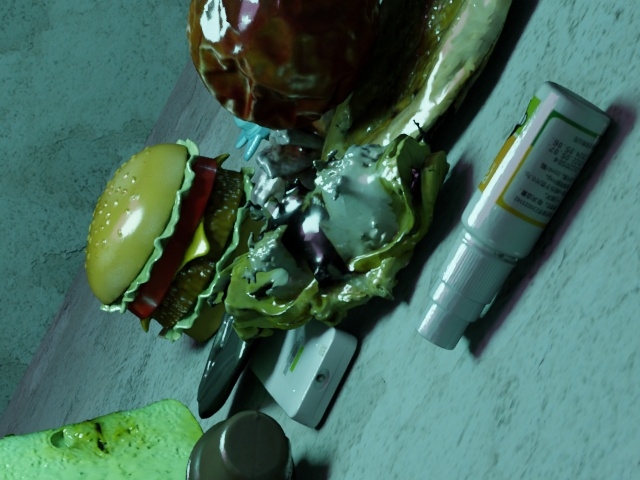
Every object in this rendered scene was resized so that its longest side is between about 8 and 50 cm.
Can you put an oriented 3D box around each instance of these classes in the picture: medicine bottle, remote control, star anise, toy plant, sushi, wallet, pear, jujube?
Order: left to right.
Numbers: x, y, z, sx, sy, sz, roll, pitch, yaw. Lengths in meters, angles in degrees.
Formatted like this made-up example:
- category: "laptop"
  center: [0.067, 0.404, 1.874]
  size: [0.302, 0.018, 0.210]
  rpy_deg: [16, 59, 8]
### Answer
- category: "pear"
  center: [-0.229, 0.311, 1.549]
  size: [0.292, 0.292, 0.159]
  rpy_deg: [-105, 16, -68]
- category: "toy plant"
  center: [-0.079, 0.239, 1.358]
  size: [0.200, 0.105, 0.143]
  rpy_deg: [108, 165, -57]
- category: "wallet"
  center: [-0.088, 0.100, 1.597]
  size: [0.245, 0.052, 0.168]
  rpy_deg: [121, 173, -65]
- category: "jujube"
  center: [-0.031, -0.297, 1.552]
  size: [0.216, 0.216, 0.342]
  rpy_deg: [-41, 34, 55]
- category: "remote control"
  center: [-0.023, 0.118, 1.477]
  size: [0.103, 0.034, 0.250]
  rpy_deg: [-64, 15, 0]
- category: "star anise"
  center: [-0.021, -0.139, 1.715]
  size: [0.236, 0.093, 0.229]
  rpy_deg: [91, -158, -60]
- category: "sushi"
  center: [0.005, 0.005, 1.360]
  size: [0.291, 0.131, 0.139]
  rpy_deg: [-30, 24, 31]
- category: "medicine bottle"
  center: [0.146, -0.018, 1.111]
  size: [0.220, 0.061, 0.092]
  rpy_deg: [-60, -9, 14]

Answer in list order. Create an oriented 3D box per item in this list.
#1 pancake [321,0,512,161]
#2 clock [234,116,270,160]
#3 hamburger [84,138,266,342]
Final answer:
- category: "pancake"
  center: [0.110, -0.216, 1.511]
  size: [0.382, 0.071, 0.382]
  rpy_deg: [-57, 17, 27]
- category: "clock"
  center: [-0.039, -0.236, 2.001]
  size: [0.274, 0.094, 0.223]
  rpy_deg: [-63, 15, 9]
- category: "hamburger"
  center: [-0.211, -0.008, 1.960]
  size: [0.274, 0.212, 0.274]
  rpy_deg: [-56, 17, 27]
